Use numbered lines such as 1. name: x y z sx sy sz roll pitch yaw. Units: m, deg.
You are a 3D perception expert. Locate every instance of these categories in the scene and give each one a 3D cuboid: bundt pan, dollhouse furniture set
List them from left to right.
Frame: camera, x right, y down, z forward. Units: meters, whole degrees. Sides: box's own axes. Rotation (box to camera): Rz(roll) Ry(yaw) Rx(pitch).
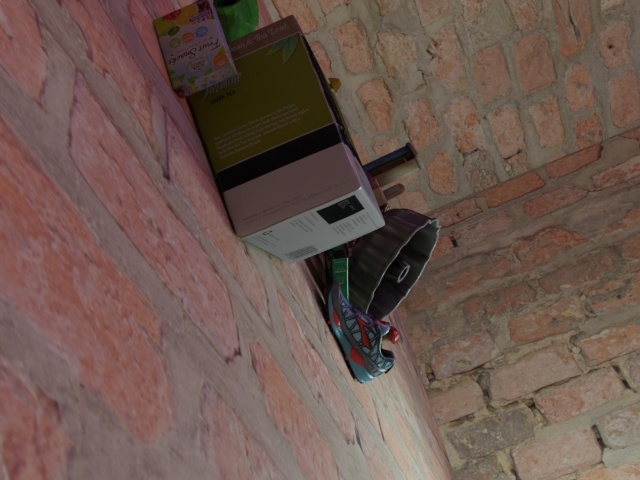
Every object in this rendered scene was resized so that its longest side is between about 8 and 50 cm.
1. dollhouse furniture set: 0.119 -0.280 2.032 0.303 0.198 0.286 63 5 -20
2. bundt pan: 0.166 0.055 2.018 0.124 0.331 0.331 33 -6 21

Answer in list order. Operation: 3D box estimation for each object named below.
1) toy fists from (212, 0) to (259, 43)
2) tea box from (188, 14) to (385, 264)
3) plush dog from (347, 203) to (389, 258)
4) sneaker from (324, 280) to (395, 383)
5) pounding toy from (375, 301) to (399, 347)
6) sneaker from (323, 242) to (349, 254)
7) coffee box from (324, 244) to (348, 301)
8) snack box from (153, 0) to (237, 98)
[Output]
1. toy fists: -0.204 -0.547 1.887 0.279 0.096 0.142 -92 168 -50
2. tea box: -0.055 -0.160 1.396 0.329 0.220 0.324 42 28 -75
3. plush dog: 0.049 -0.070 2.161 0.225 0.210 0.262 29 27 -33
4. sneaker: 0.094 0.195 1.794 0.104 0.125 0.262 -96 162 -68
5. pounding toy: 0.147 0.226 2.158 0.237 0.110 0.183 -92 159 -69
6. sneaker: 0.000 0.000 1.960 0.221 0.087 0.128 49 25 -31
7. coffee box: 0.038 0.077 1.861 0.113 0.040 0.184 -106 -169 -50
8. snack box: -0.200 -0.308 1.248 0.037 0.100 0.141 51 18 -67
